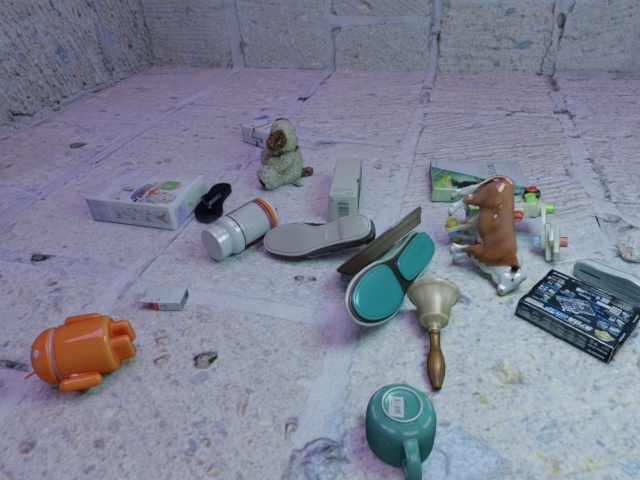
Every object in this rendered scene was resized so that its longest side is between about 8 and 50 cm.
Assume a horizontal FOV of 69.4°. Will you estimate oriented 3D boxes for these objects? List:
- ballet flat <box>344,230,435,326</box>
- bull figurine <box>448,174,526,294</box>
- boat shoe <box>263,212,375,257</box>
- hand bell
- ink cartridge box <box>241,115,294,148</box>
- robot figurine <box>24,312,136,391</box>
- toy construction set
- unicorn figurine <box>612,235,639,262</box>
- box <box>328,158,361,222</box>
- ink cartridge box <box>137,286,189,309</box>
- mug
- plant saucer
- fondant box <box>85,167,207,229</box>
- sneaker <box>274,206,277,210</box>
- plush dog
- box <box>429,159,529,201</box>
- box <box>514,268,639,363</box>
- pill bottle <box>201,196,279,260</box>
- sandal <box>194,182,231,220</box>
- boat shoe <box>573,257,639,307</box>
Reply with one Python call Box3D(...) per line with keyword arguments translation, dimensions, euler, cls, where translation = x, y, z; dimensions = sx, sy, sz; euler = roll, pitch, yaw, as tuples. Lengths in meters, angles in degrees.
Box3D(translation=(0.160, 0.102, 1.176), dimensions=(0.139, 0.139, 0.400), euler=(20, 37, 30), cls="ballet flat")
Box3D(translation=(0.441, -0.013, 1.224), dimensions=(0.188, 0.311, 0.101), euler=(-1, -3, 25), cls="bull figurine")
Box3D(translation=(0.000, 0.000, 1.351), dimensions=(0.334, 0.095, 0.112), euler=(-9, 64, 18), cls="boat shoe")
Box3D(translation=(0.254, 0.217, 1.032), dimensions=(0.126, 0.126, 0.242), euler=(3, 48, 9), cls="hand bell")
Box3D(translation=(-0.234, -0.486, 2.081), dimensions=(0.203, 0.086, 0.148), euler=(24, 43, 35), cls="ink cartridge box")
Box3D(translation=(-0.526, 0.241, 1.016), dimensions=(0.219, 0.158, 0.128), euler=(-12, -4, -12), cls="robot figurine")
Box3D(translation=(0.540, -0.058, 1.333), dimensions=(0.327, 0.151, 0.215), euler=(13, 38, 22), cls="toy construction set")
Box3D(translation=(0.905, 0.031, 1.266), dimensions=(0.161, 0.060, 0.111), euler=(-16, 34, 11), cls="unicorn figurine")
Box3D(translation=(0.088, -0.174, 1.580), dimensions=(0.094, 0.113, 0.275), euler=(3, 36, 8), cls="box")
Box3D(translation=(-0.414, 0.153, 1.220), dimensions=(0.114, 0.029, 0.063), euler=(-1, 35, 6), cls="ink cartridge box")
Box3D(translation=(0.156, 0.336, 0.843), dimensions=(0.129, 0.098, 0.157), euler=(-26, 40, -30), cls="mug")
Box3D(translation=(0.162, 0.008, 1.224), dimensions=(0.277, 0.278, 0.041), euler=(-34, 84, -37), cls="plant saucer")
Box3D(translation=(-0.603, -0.153, 1.625), dimensions=(0.329, 0.096, 0.238), euler=(6, 36, 15), cls="fondant box")
Box3D(translation=(-0.180, -0.086, 1.552), dimensions=(0.083, 0.032, 0.037), euler=(-22, 52, -17), cls="sneaker")
Box3D(translation=(-0.136, -0.340, 1.737), dimensions=(0.210, 0.226, 0.263), euler=(-3, 34, 1), cls="plush dog")
Box3D(translation=(0.553, -0.211, 1.638), dimensions=(0.321, 0.059, 0.232), euler=(2, 35, 9), cls="box")
Box3D(translation=(0.606, 0.168, 1.089), dimensions=(0.175, 0.051, 0.220), euler=(-30, 42, -33), cls="box")
Box3D(translation=(-0.241, -0.035, 1.397), dimensions=(0.121, 0.121, 0.221), euler=(25, 44, 34), cls="pill bottle")
Box3D(translation=(-0.383, -0.146, 1.628), dimensions=(0.096, 0.055, 0.255), euler=(-1, 35, 3), cls="sandal")
Box3D(translation=(0.751, 0.099, 1.147), dimensions=(0.075, 0.083, 0.226), euler=(-20, 37, -21), cls="boat shoe")
